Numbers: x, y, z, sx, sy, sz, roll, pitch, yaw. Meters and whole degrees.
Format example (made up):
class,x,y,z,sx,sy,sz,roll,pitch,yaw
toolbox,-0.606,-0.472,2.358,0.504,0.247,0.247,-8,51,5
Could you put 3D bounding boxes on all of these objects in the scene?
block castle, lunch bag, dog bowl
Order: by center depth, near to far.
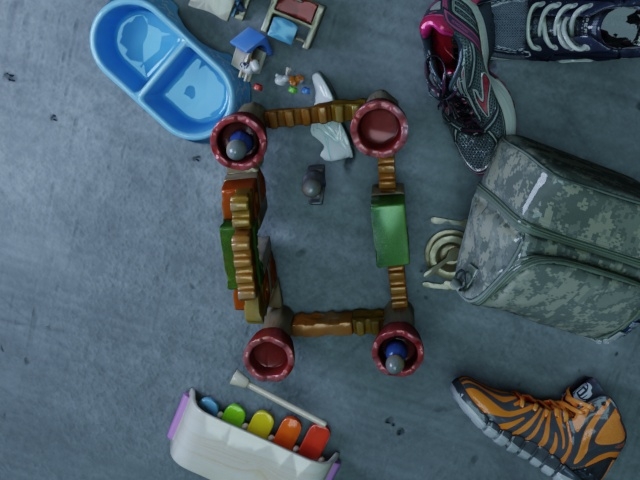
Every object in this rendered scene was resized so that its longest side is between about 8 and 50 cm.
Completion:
class,x,y,z,sx,sy,sz,roll,pitch,yaw
lunch bag,0.376,0.013,1.397,0.305,0.212,0.256,15,111,-22
block castle,0.000,0.000,1.431,0.303,0.213,0.453,-3,112,7
dog bowl,-0.250,-0.281,1.484,0.297,0.074,0.166,42,104,-6

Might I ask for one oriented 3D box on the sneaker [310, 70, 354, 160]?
class,x,y,z,sx,sy,sz,roll,pitch,yaw
sneaker,0.007,-0.201,1.489,0.061,0.054,0.152,-15,103,12

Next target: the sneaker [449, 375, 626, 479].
class,x,y,z,sx,sy,sz,roll,pitch,yaw
sneaker,0.384,0.285,1.553,0.321,0.124,0.180,34,101,-14

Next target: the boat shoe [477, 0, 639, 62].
class,x,y,z,sx,sy,sz,roll,pitch,yaw
boat shoe,0.360,-0.330,1.365,0.340,0.158,0.127,-2,104,6

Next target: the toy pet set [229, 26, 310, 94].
class,x,y,z,sx,sy,sz,roll,pitch,yaw
toy pet set,-0.082,-0.289,1.452,0.114,0.122,0.065,38,118,33

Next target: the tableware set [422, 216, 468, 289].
class,x,y,z,sx,sy,sz,roll,pitch,yaw
tableware set,0.273,0.032,1.528,0.194,0.039,0.128,6,105,4

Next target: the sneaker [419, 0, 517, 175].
class,x,y,z,sx,sy,sz,roll,pitch,yaw
sneaker,0.214,-0.231,1.396,0.121,0.112,0.299,3,125,39

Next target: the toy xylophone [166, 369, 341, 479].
class,x,y,z,sx,sy,sz,roll,pitch,yaw
toy xylophone,-0.110,0.363,1.630,0.322,0.081,0.236,32,105,-3

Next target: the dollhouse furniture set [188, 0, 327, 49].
class,x,y,z,sx,sy,sz,roll,pitch,yaw
dollhouse furniture set,-0.084,-0.391,1.409,0.183,0.129,0.129,23,105,1
